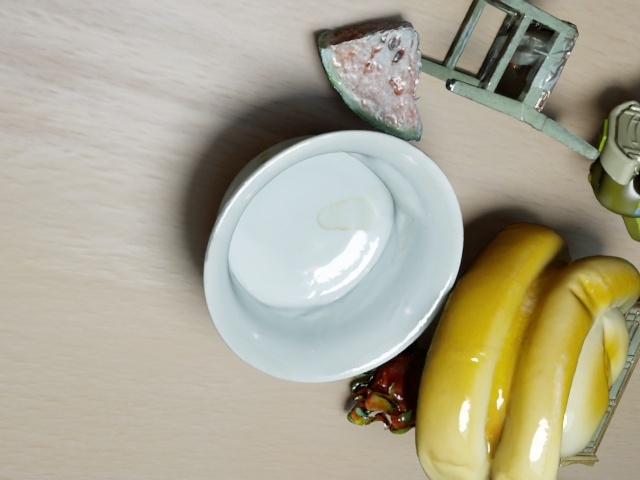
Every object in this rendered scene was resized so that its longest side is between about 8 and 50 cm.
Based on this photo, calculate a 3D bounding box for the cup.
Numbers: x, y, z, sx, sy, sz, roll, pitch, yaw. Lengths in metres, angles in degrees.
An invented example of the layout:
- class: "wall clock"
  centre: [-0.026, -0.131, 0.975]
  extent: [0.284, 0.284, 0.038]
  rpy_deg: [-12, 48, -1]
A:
- class: "cup"
  centre: [0.000, 0.000, 1.089]
  extent: [0.347, 0.163, 0.347]
  rpy_deg: [-8, 116, -17]

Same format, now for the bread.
- class: "bread"
  centre: [0.292, 0.178, 1.172]
  extent: [0.424, 0.245, 0.329]
  rpy_deg: [-51, 157, -37]

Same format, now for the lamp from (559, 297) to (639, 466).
- class: "lamp"
  centre: [0.483, 0.238, 1.431]
  extent: [0.090, 0.089, 0.326]
  rpy_deg: [6, 111, -24]

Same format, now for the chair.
- class: "chair"
  centre: [0.278, -0.234, 1.101]
  extent: [0.270, 0.136, 0.147]
  rpy_deg: [18, 108, -26]

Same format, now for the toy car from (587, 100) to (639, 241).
- class: "toy car"
  centre: [0.507, -0.073, 1.169]
  extent: [0.247, 0.204, 0.198]
  rpy_deg: [14, 138, 9]

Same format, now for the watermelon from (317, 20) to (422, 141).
- class: "watermelon"
  centre: [0.080, -0.223, 1.075]
  extent: [0.187, 0.071, 0.139]
  rpy_deg: [40, 89, -23]

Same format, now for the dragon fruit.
- class: "dragon fruit"
  centre: [0.118, 0.232, 1.281]
  extent: [0.175, 0.142, 0.138]
  rpy_deg: [-15, 84, 11]
